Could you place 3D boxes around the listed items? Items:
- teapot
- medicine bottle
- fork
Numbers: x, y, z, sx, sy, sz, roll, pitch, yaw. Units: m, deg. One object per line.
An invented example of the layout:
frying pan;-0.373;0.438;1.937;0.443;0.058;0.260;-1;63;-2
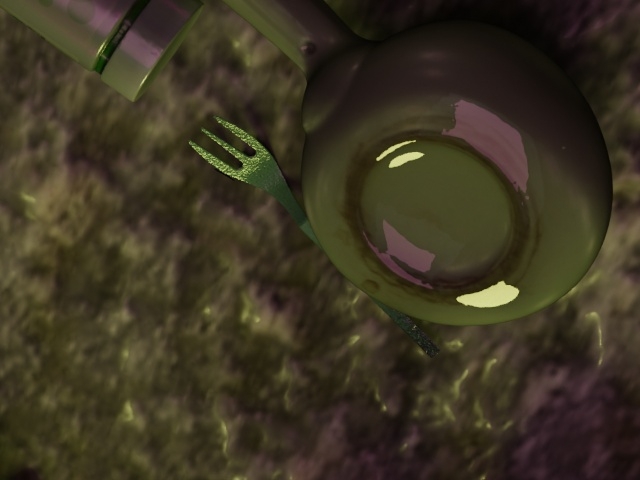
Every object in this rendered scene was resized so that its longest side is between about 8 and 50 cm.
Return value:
teapot;0.059;-0.093;1.220;0.220;0.149;0.318;-23;107;29
medicine bottle;-0.177;-0.181;1.275;0.183;0.086;0.086;36;116;-4
fork;0.000;-0.001;1.346;0.235;0.021;0.039;44;119;-9
